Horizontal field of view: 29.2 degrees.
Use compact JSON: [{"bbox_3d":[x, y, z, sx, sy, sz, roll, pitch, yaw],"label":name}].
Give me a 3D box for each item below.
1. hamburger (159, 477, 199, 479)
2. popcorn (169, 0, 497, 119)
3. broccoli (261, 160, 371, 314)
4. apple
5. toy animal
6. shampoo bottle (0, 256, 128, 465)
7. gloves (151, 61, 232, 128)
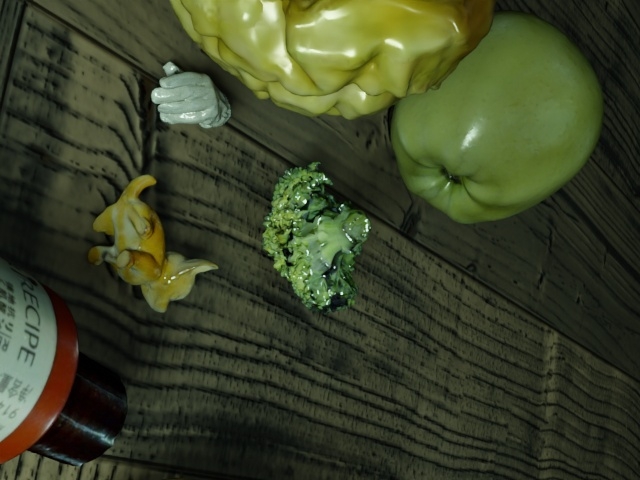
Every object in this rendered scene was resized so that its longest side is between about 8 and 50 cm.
[{"bbox_3d":[-0.089,0.264,0.737,0.286,0.146,0.243,39,39,-37],"label":"hamburger"},{"bbox_3d":[0.016,-0.223,0.833,0.332,0.225,0.264,-62,162,-73],"label":"popcorn"},{"bbox_3d":[0.000,0.000,0.939,0.095,0.092,0.097,32,68,-28],"label":"broccoli"},{"bbox_3d":[0.158,-0.111,1.123,0.200,0.200,0.200,-13,105,-60],"label":"apple"},{"bbox_3d":[-0.105,0.004,0.792,0.083,0.060,0.081,21,77,-51],"label":"toy animal"},{"bbox_3d":[-0.191,0.047,0.592,0.278,0.104,0.104,44,56,-55],"label":"shampoo bottle"},{"bbox_3d":[-0.085,-0.098,0.839,0.081,0.037,0.044,-6,63,-55],"label":"gloves"}]
